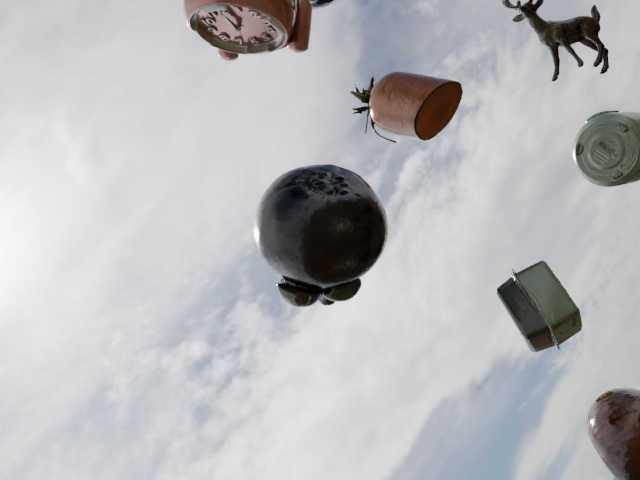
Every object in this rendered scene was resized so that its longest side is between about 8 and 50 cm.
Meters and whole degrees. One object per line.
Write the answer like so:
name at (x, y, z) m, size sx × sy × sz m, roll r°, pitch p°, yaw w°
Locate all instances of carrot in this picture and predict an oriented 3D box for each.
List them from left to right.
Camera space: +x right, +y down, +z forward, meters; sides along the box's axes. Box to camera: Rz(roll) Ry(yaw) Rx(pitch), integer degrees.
carrot at (0.255, -0.407, 1.890) m, size 0.193 × 0.331 × 0.214 m, roll -17°, pitch -58°, yaw -39°

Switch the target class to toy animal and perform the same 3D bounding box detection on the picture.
toy animal at (0.560, -0.505, 1.481) m, size 0.244 × 0.259 × 0.087 m, roll -7°, pitch -19°, yaw -24°

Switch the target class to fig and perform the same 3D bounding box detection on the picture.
fig at (0.703, 0.434, 1.370) m, size 0.215 × 0.235 × 0.235 m, roll -22°, pitch -45°, yaw -7°

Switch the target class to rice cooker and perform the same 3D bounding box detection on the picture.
rice cooker at (0.872, -0.271, 1.811) m, size 0.244 × 0.226 × 0.225 m, roll -9°, pitch -62°, yaw -43°

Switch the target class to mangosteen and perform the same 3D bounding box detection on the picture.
mangosteen at (-0.003, -0.014, 1.348) m, size 0.300 × 0.300 × 0.300 m, roll -34°, pitch -45°, yaw -41°

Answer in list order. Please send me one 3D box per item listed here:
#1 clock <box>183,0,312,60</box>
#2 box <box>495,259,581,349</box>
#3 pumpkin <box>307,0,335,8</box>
clock at (-0.158, -0.471, 1.228) m, size 0.241 × 0.227 × 0.142 m, roll 18°, pitch -106°, yaw -64°
box at (0.627, 0.197, 1.781) m, size 0.166 × 0.220 × 0.290 m, roll -31°, pitch -29°, yaw 11°
pumpkin at (-0.072, -0.709, 1.432) m, size 0.266 × 0.363 × 0.363 m, roll -51°, pitch -27°, yaw 21°
